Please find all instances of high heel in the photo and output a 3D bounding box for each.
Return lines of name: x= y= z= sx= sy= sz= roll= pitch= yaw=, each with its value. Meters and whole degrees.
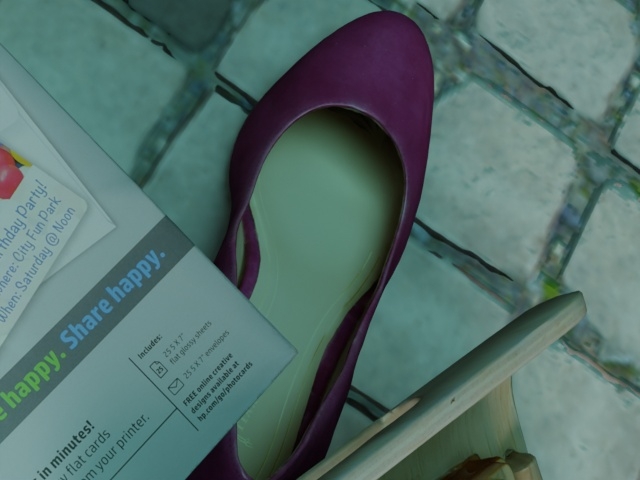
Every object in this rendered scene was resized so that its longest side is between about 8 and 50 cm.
high heel: x=0.000 y=0.000 z=0.625 sx=0.082 sy=0.117 sz=0.244 roll=37 pitch=64 yaw=-10

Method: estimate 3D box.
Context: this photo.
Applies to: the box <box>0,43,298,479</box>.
box: x=-0.118 y=0.016 z=0.477 sx=0.186 sy=0.038 sz=0.145 roll=46 pitch=60 yaw=-5

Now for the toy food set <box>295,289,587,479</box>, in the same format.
toy food set: x=0.058 y=0.195 z=0.543 sx=0.220 sy=0.092 sz=0.306 roll=-32 pitch=112 yaw=-41
